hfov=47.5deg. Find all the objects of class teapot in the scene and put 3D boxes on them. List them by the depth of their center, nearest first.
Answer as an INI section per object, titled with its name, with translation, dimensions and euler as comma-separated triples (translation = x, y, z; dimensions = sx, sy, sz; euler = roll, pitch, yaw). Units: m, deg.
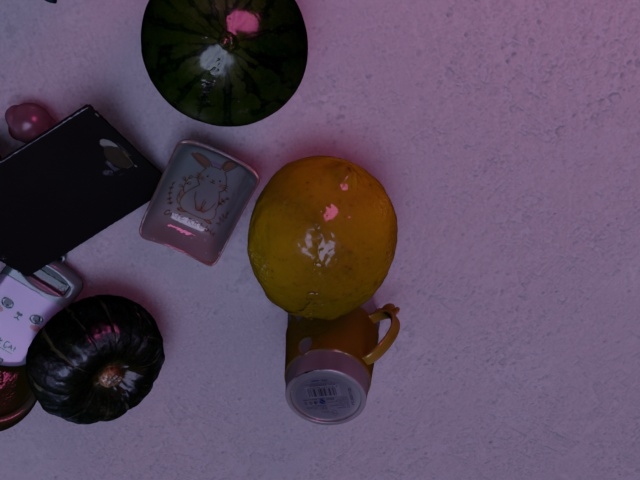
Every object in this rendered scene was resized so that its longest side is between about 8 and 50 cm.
[teapot]
translation = -0.640, 0.287, 1.439
dimensions = 0.267, 0.186, 0.175
euler = 2, 159, -28

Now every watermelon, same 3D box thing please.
[watermelon]
translation = -0.136, -0.282, 1.043
dimensions = 0.242, 0.242, 0.242
euler = 0, 121, 0

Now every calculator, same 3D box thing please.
[calculator]
translation = -0.556, 0.121, 1.361
dimensions = 0.141, 0.045, 0.246
euler = 38, 91, -20

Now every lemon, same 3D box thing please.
[lemon]
translation = 0.000, 0.000, 1.216
dimensions = 0.253, 0.253, 0.310
euler = 7, 129, -5

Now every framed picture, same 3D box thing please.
[framed picture]
translation = -0.443, -0.070, 1.209
dimensions = 0.323, 0.013, 0.244
euler = -31, 146, 6

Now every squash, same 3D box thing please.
[squash]
translation = -0.418, 0.222, 1.366
dimensions = 0.252, 0.165, 0.252
euler = -22, 135, -23

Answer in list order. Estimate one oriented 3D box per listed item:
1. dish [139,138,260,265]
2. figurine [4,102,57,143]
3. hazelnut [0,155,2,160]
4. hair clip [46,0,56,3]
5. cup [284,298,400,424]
[dish]
translation = -0.208, -0.075, 1.265
dimensions = 0.151, 0.077, 0.212
euler = 24, 118, -13
[figurine]
translation = -0.475, -0.192, 1.198
dimensions = 0.083, 0.067, 0.071
euler = 3, 143, -20
[hazelnut]
translation = -0.619, -0.120, 1.175
dimensions = 0.204, 0.178, 0.178
euler = 18, 120, -11
[hair clip]
translation = -0.409, -0.472, 0.949
dimensions = 0.194, 0.206, 0.310
euler = -33, 121, 24
[cup]
translation = 0.040, 0.201, 1.349
dimensions = 0.241, 0.226, 0.185
euler = -27, 119, 24
